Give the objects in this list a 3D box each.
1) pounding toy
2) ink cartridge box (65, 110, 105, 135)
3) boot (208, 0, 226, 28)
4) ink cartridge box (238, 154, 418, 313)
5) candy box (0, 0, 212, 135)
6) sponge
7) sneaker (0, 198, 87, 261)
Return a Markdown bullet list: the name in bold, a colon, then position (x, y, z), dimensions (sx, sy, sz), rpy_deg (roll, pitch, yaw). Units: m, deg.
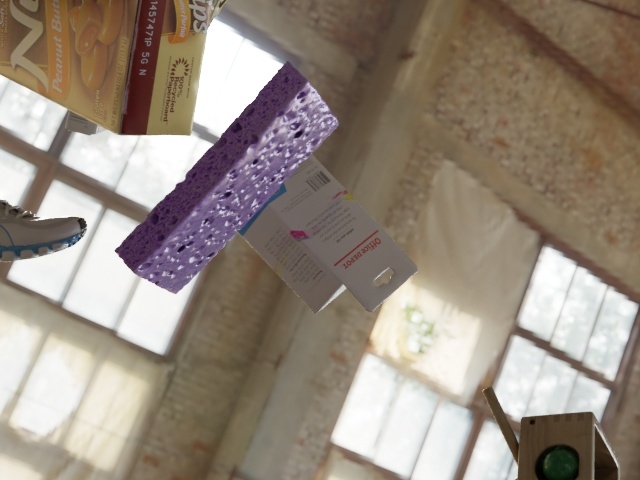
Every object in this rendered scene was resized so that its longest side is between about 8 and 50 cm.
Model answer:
- **pounding toy**: position (0.219, 0.224, 1.246), dimensions (0.100, 0.130, 0.141), rpy_deg (-9, -39, 24)
- **ink cartridge box**: position (-0.258, -0.240, 1.645), dimensions (0.045, 0.206, 0.208), rpy_deg (15, 8, -1)
- **boot**: position (-0.112, -0.386, 1.864), dimensions (0.095, 0.203, 0.262), rpy_deg (52, -38, 21)
- **ink cartridge box**: position (0.000, 0.000, 1.327), dimensions (0.181, 0.104, 0.061), rpy_deg (47, -47, 6)
- **candy box**: position (-0.231, -0.229, 1.290), dimensions (0.088, 0.182, 0.316), rpy_deg (-2, 20, -41)
- **sponge**: position (-0.075, -0.047, 1.091), dimensions (0.031, 0.210, 0.117), rpy_deg (44, 1, 16)
- **sneaker**: position (-0.308, -0.021, 1.191), dimensions (0.191, 0.082, 0.071), rpy_deg (-3, 6, 7)
